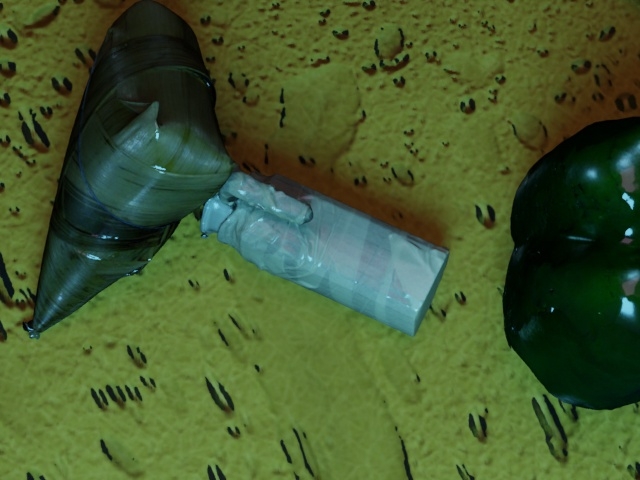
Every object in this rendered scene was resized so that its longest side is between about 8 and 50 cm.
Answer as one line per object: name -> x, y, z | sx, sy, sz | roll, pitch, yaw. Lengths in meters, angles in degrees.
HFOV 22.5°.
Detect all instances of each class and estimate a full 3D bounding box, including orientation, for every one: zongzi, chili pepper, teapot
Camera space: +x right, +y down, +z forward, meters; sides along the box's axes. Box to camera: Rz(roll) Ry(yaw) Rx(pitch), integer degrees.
zongzi -> -0.176, -0.062, 1.358 | 0.112, 0.242, 0.221 | 26, 32, -27
chili pepper -> 0.262, 0.011, 1.230 | 0.248, 0.257, 0.233 | -14, 81, -6
teapot -> 0.000, 0.000, 1.310 | 0.200, 0.107, 0.077 | 24, 77, 10
